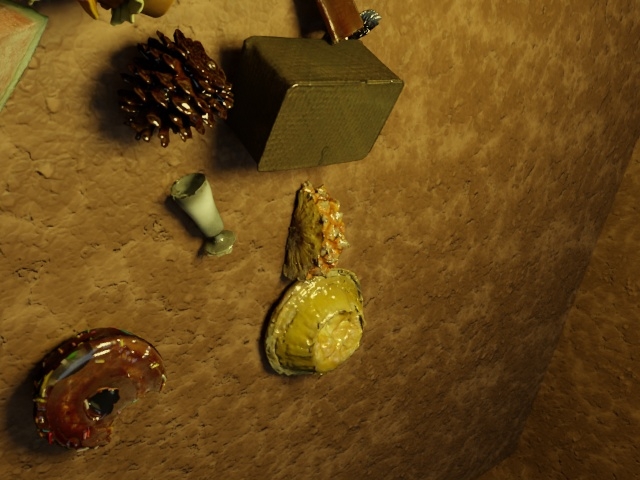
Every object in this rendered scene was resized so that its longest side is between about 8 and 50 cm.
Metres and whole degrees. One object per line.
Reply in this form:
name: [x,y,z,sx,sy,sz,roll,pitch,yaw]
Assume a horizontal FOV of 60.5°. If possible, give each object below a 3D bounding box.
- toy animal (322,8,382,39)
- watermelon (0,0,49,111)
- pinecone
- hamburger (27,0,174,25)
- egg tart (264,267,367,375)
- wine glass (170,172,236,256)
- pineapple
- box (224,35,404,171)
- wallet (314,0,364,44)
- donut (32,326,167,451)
toy animal: [0.042,-0.385,1.052,0.220,0.062,0.108,-47,158,-12]
watermelon: [-0.448,-0.210,0.572,0.283,0.292,0.251,33,61,-47]
pinecone: [-0.228,-0.219,0.829,0.165,0.163,0.163,-39,139,11]
hamburger: [-0.268,-0.391,0.600,0.212,0.274,0.275,0,113,-35]
egg tart: [0.008,0.212,1.321,0.314,0.120,0.315,-22,126,-33]
wine glass: [-0.210,-0.044,1.002,0.072,0.072,0.155,-39,136,-19]
pineapple: [-0.001,0.000,1.176,0.079,0.135,0.233,-5,116,-42]
box: [-0.013,-0.243,0.978,0.273,0.143,0.184,-14,144,-38]
wallet: [0.012,-0.437,0.951,0.095,0.026,0.176,-42,111,-37]
donut: [-0.405,0.256,0.983,0.230,0.096,0.216,-53,135,-5]
